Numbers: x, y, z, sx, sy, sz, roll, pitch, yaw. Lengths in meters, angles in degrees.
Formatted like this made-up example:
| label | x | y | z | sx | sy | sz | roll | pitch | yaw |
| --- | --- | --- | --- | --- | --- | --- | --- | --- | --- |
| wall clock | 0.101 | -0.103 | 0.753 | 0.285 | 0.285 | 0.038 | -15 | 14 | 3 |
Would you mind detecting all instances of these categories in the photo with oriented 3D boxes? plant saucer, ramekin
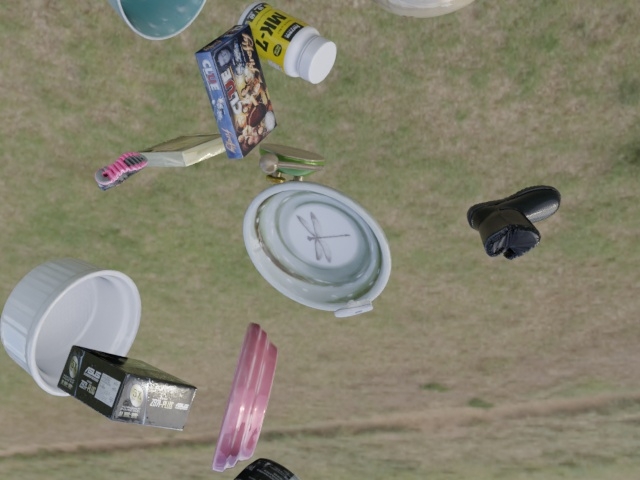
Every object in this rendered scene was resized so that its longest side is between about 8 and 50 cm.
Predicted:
| label | x | y | z | sx | sy | sz | roll | pitch | yaw |
| --- | --- | --- | --- | --- | --- | --- | --- | --- | --- |
| plant saucer | 0.000 | 0.000 | 1.894 | 0.400 | 0.100 | 0.401 | 14 | 131 | 16 |
| ramekin | -0.521 | 0.169 | 1.535 | 0.135 | 0.277 | 0.277 | 22 | 161 | 29 |
| plant saucer | -0.163 | 0.351 | 1.644 | 0.084 | 0.332 | 0.332 | 15 | 151 | -4 |

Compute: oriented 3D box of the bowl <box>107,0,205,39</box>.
| label | x | y | z | sx | sy | sz | roll | pitch | yaw |
| --- | --- | --- | --- | --- | --- | --- | --- | --- | --- |
| bowl | -0.407 | -0.642 | 1.714 | 0.163 | 0.312 | 0.311 | 29 | 160 | 23 |

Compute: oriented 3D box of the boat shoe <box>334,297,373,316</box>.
| label | x | y | z | sx | sy | sz | roll | pitch | yaw |
| --- | --- | --- | --- | --- | --- | --- | --- | --- | --- |
| boat shoe | 0.081 | 0.167 | 1.863 | 0.100 | 0.035 | 0.035 | -14 | 153 | -5 |

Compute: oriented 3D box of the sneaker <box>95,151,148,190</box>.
| label | x | y | z | sx | sy | sz | roll | pitch | yaw |
| --- | --- | --- | --- | --- | --- | --- | --- | --- | --- |
| sneaker | -0.409 | -0.139 | 1.517 | 0.119 | 0.047 | 0.057 | -31 | 162 | -30 |

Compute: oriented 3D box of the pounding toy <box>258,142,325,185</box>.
| label | x | y | z | sx | sy | sz | roll | pitch | yaw |
| --- | --- | --- | --- | --- | --- | --- | --- | --- | --- |
| pounding toy | -0.085 | -0.183 | 1.982 | 0.182 | 0.110 | 0.237 | 11 | -166 | -5 |

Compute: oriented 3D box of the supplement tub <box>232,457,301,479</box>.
| label | x | y | z | sx | sy | sz | roll | pitch | yaw |
| --- | --- | --- | --- | --- | --- | --- | --- | --- | --- |
| supplement tub | -0.165 | 0.600 | 1.408 | 0.207 | 0.338 | 0.207 | 30 | 141 | 28 |

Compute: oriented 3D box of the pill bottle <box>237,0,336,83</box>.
| label | x | y | z | sx | sy | sz | roll | pitch | yaw |
| --- | --- | --- | --- | --- | --- | --- | --- | --- | --- |
| pill bottle | -0.075 | -0.437 | 1.641 | 0.208 | 0.119 | 0.119 | 32 | 159 | 21 |

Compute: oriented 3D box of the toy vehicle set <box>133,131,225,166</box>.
| label | x | y | z | sx | sy | sz | roll | pitch | yaw |
| --- | --- | --- | --- | --- | --- | --- | --- | --- | --- |
| toy vehicle set | -0.330 | -0.224 | 1.806 | 0.166 | 0.035 | 0.266 | -27 | -159 | -34 |

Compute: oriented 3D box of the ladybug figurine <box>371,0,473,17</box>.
| label | x | y | z | sx | sy | sz | roll | pitch | yaw |
| --- | --- | --- | --- | --- | --- | --- | --- | --- | --- |
| ladybug figurine | 0.159 | -0.556 | 1.291 | 0.305 | 0.449 | 0.162 | 34 | 140 | -27 |

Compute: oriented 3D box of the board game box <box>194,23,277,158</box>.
| label | x | y | z | sx | sy | sz | roll | pitch | yaw |
| --- | --- | --- | --- | --- | --- | --- | --- | --- | --- |
| board game box | -0.178 | -0.323 | 1.608 | 0.042 | 0.165 | 0.243 | 4 | 127 | 29 |

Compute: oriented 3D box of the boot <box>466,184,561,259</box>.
| label | x | y | z | sx | sy | sz | roll | pitch | yaw |
| --- | --- | --- | --- | --- | --- | --- | --- | --- | --- |
| boot | 0.489 | -0.041 | 1.770 | 0.246 | 0.207 | 0.094 | -13 | 115 | -1 |

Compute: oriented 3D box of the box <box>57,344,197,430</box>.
| label | x | y | z | sx | sy | sz | roll | pitch | yaw |
| --- | --- | --- | --- | --- | --- | --- | --- | --- | --- |
| box | -0.323 | 0.245 | 1.233 | 0.180 | 0.078 | 0.147 | 12 | 171 | 43 |
